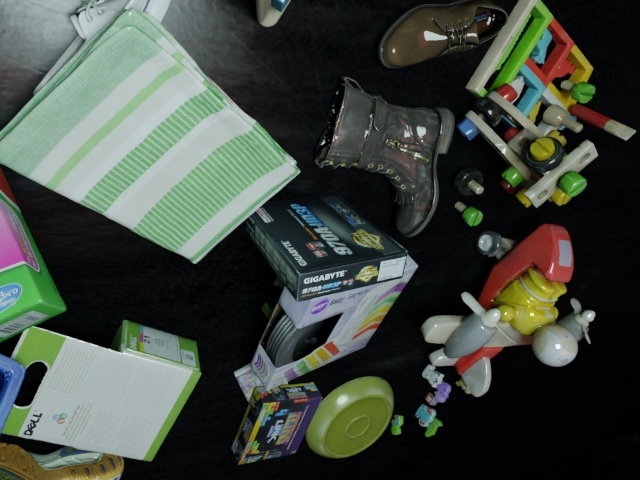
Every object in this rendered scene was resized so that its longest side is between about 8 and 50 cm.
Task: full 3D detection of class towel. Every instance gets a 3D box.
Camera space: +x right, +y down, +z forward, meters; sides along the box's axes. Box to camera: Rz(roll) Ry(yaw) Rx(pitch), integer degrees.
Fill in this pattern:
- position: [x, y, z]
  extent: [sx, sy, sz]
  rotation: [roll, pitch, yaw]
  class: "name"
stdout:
- position: [-0.202, -0.106, 0.646]
  extent: [0.248, 0.038, 0.325]
  rotation: [-40, 140, 10]
  class: "towel"

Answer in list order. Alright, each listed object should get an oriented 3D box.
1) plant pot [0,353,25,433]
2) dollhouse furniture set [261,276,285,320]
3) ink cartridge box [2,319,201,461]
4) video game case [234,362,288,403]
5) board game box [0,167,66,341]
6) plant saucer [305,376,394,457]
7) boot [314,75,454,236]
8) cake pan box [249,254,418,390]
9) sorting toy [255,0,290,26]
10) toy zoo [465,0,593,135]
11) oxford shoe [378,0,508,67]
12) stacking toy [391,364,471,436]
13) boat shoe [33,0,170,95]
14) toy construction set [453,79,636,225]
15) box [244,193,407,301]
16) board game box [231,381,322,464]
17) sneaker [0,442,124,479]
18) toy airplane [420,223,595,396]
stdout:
- position: [-0.536, 0.225, 0.546]
  extent: [0.212, 0.235, 0.236]
  rotation: [-21, 135, 28]
  class: "plant pot"
- position: [-0.040, 0.075, 0.865]
  extent: [0.059, 0.076, 0.151]
  rotation: [25, 102, -38]
  class: "dollhouse furniture set"
- position: [-0.345, 0.219, 0.759]
  extent: [0.255, 0.097, 0.188]
  rotation: [25, 102, -26]
  class: "ink cartridge box"
- position: [-0.114, 0.285, 0.977]
  extent: [0.087, 0.011, 0.121]
  rotation: [-26, 125, -15]
  class: "video game case"
- position: [-0.434, -0.017, 0.467]
  extent: [0.242, 0.316, 0.064]
  rotation: [-28, 170, -14]
  class: "board game box"
- position: [0.081, 0.429, 1.151]
  extent: [0.241, 0.037, 0.240]
  rotation: [-14, 121, -24]
  class: "plant saucer"
- position: [0.097, -0.133, 0.836]
  extent: [0.229, 0.091, 0.262]
  rotation: [1, 111, -24]
  class: "boot"
- position: [0.019, 0.132, 0.858]
  extent: [0.267, 0.070, 0.245]
  rotation: [-11, 137, -41]
  class: "cake pan box"
- position: [-0.015, -0.355, 0.575]
  extent: [0.038, 0.208, 0.193]
  rotation: [34, 97, -8]
  class: "sorting toy"
- position: [0.425, -0.306, 0.952]
  extent: [0.293, 0.030, 0.192]
  rotation: [23, 103, -36]
  class: "toy zoo"
- position: [0.196, -0.331, 0.768]
  extent: [0.227, 0.096, 0.082]
  rotation: [-27, 128, -13]
  class: "oxford shoe"
- position: [0.295, 0.425, 1.262]
  extent: [0.167, 0.052, 0.221]
  rotation: [21, 104, -36]
  class: "stacking toy"
- position: [-0.252, -0.239, 0.567]
  extent: [0.076, 0.083, 0.226]
  rotation: [29, 100, -38]
  class: "boat shoe"
- position: [0.422, -0.149, 0.869]
  extent: [0.309, 0.237, 0.257]
  rotation: [-27, 131, -6]
  class: "toy construction set"
- position: [0.000, 0.000, 0.755]
  extent: [0.175, 0.220, 0.051]
  rotation: [-10, 122, -24]
  class: "box"
- position: [-0.091, 0.376, 1.006]
  extent: [0.141, 0.048, 0.170]
  rotation: [6, 117, -34]
  class: "board game box"
- position: [-0.475, 0.404, 0.772]
  extent: [0.297, 0.112, 0.130]
  rotation: [17, 106, -34]
  class: "sneaker"
- position: [0.421, 0.195, 1.068]
  extent: [0.386, 0.272, 0.384]
  rotation: [-34, 128, -10]
  class: "toy airplane"
